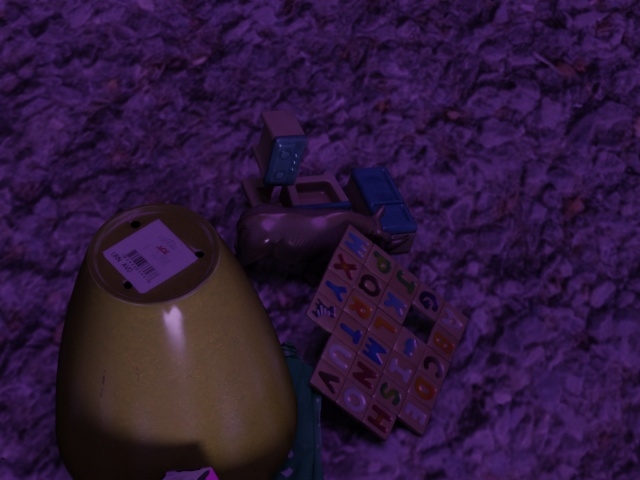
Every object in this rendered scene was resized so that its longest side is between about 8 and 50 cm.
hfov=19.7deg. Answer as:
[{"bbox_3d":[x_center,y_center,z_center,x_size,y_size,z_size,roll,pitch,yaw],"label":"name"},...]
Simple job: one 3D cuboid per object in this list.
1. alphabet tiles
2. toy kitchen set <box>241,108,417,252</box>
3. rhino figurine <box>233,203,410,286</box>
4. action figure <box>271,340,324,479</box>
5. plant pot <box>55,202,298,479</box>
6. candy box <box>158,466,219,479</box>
[{"bbox_3d":[0.070,0.119,2.206,0.198,0.009,0.237,38,47,-14],"label":"alphabet tiles"},{"bbox_3d":[0.022,-0.076,2.337,0.207,0.166,0.122,-6,48,-23],"label":"toy kitchen set"},{"bbox_3d":[0.000,0.000,2.298,0.243,0.106,0.073,-1,47,-18],"label":"rhino figurine"},{"bbox_3d":[-0.046,0.208,2.106,0.137,0.063,0.232,11,48,-4],"label":"action figure"},{"bbox_3d":[-0.164,0.107,1.960,0.275,0.293,0.274,-1,51,1],"label":"plant pot"},{"bbox_3d":[-0.157,0.362,1.851,0.233,0.071,0.159,-48,117,-45],"label":"candy box"}]
